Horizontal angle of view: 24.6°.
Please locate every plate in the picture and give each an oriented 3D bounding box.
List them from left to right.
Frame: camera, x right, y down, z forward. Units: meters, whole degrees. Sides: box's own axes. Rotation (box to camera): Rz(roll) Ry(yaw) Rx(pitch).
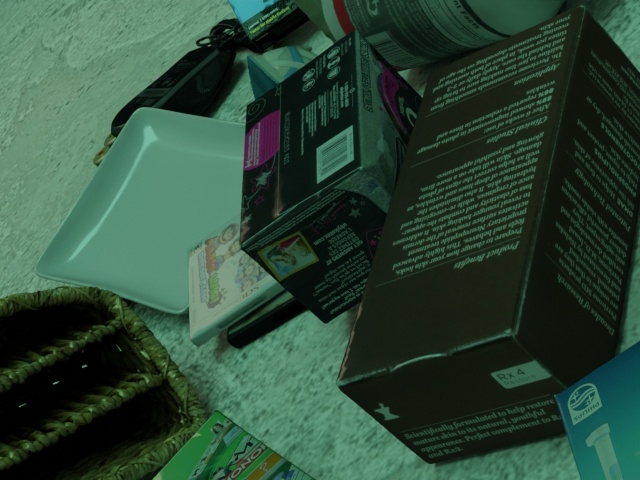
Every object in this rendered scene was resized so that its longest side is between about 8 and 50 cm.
[{"bbox_3d":[-0.195,-0.037,1.859,0.278,0.045,0.277,12,64,37],"label":"plate"}]

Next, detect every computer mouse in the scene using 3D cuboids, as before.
[{"bbox_3d":[-0.181,-0.217,2.117,0.272,0.072,0.188,-42,24,-15],"label":"computer mouse"}]

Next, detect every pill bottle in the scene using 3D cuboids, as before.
[{"bbox_3d":[0.162,-0.300,1.618,0.318,0.176,0.176,-11,46,49],"label":"pill bottle"}]

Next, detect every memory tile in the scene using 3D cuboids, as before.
[{"bbox_3d":[-0.289,-0.166,2.252,0.148,0.012,0.113,-9,47,49],"label":"memory tile"}]

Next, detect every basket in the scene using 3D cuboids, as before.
[{"bbox_3d":[-0.307,0.167,1.542,0.299,0.214,0.223,-26,13,-35],"label":"basket"}]

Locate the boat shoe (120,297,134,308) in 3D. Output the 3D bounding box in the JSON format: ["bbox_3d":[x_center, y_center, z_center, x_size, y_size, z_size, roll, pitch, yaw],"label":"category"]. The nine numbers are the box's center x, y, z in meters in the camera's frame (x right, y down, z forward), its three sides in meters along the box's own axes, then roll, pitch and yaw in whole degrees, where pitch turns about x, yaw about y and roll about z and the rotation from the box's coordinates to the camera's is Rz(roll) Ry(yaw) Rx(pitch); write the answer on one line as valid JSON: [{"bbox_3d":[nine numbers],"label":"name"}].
[{"bbox_3d":[-0.255,0.055,1.896,0.137,0.043,0.049,-56,31,-11],"label":"boat shoe"}]

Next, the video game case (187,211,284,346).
[{"bbox_3d":[-0.093,0.028,1.668,0.143,0.019,0.157,-34,35,21],"label":"video game case"}]

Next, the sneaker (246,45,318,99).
[{"bbox_3d":[-0.011,-0.178,1.799,0.092,0.087,0.229,-19,40,-16],"label":"sneaker"}]

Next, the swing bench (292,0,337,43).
[{"bbox_3d":[0.043,-0.408,1.838,0.165,0.253,0.255,-17,41,44],"label":"swing bench"}]

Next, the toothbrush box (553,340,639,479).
[{"bbox_3d":[0.265,0.205,0.802,0.126,0.216,0.295,-37,29,20],"label":"toothbrush box"}]

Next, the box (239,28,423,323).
[{"bbox_3d":[0.024,-0.068,1.513,0.163,0.142,0.247,-32,34,24],"label":"box"}]

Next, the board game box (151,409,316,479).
[{"bbox_3d":[-0.126,0.316,1.280,0.317,0.046,0.213,-47,43,-15],"label":"board game box"}]

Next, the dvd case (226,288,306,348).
[{"bbox_3d":[0.000,0.000,1.631,0.253,0.022,0.180,-31,32,28],"label":"dvd case"}]

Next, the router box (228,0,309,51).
[{"bbox_3d":[-0.044,-0.365,2.031,0.179,0.046,0.133,-33,66,10],"label":"router box"}]

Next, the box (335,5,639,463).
[{"bbox_3d":[0.166,-0.009,1.294,0.191,0.143,0.381,-20,37,41],"label":"box"}]
